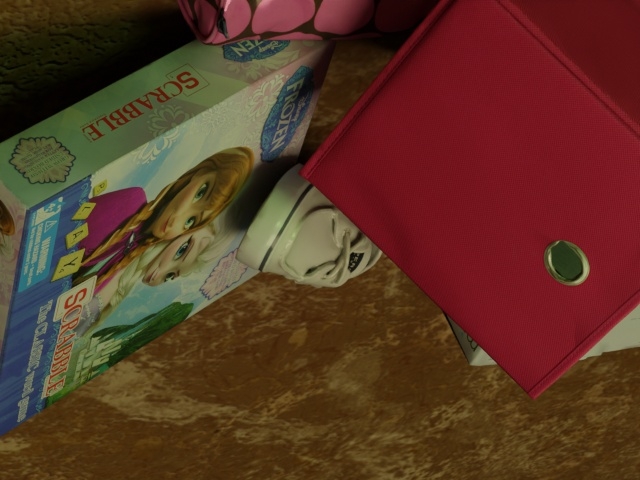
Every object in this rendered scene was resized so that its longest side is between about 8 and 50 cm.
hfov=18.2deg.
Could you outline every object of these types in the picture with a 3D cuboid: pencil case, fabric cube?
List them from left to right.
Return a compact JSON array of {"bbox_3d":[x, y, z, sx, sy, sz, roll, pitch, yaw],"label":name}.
[{"bbox_3d":[-0.001,-0.197,1.521,0.209,0.095,0.098,-8,145,-28],"label":"pencil case"},{"bbox_3d":[0.192,-0.087,1.550,0.254,0.258,0.259,-48,176,41],"label":"fabric cube"}]

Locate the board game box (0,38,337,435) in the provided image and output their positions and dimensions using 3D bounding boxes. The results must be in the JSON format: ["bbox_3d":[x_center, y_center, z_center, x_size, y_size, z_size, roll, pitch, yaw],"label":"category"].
[{"bbox_3d":[-0.149,-0.016,1.606,0.318,0.066,0.318,-33,157,-33],"label":"board game box"}]

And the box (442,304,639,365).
[{"bbox_3d":[0.277,0.003,1.963,0.262,0.126,0.231,-6,145,-27],"label":"box"}]

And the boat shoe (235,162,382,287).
[{"bbox_3d":[0.000,0.000,1.713,0.096,0.088,0.267,-58,170,2],"label":"boat shoe"}]
